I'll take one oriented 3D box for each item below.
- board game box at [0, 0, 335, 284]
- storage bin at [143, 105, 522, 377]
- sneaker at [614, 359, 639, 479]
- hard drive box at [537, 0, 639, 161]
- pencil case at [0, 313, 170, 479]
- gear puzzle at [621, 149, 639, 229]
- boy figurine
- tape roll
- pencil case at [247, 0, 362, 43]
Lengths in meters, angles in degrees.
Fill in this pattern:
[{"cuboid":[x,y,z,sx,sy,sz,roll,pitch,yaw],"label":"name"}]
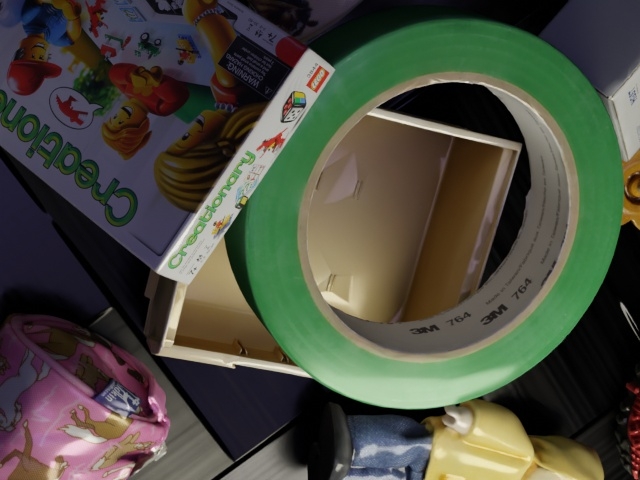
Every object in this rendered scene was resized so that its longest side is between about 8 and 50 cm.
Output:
[{"cuboid":[-0.159,-0.129,1.045,0.193,0.305,0.053,-56,152,4],"label":"board game box"},{"cuboid":[0.000,0.000,1.199,0.262,0.123,0.260,12,101,-19],"label":"storage bin"},{"cuboid":[0.388,0.119,1.371,0.125,0.104,0.261,8,110,-29],"label":"sneaker"},{"cuboid":[0.303,-0.203,1.197,0.089,0.181,0.232,41,90,22],"label":"hard drive box"},{"cuboid":[-0.286,0.254,1.170,0.386,0.167,0.160,-56,147,4],"label":"pencil case"},{"cuboid":[0.425,-0.090,1.346,0.339,0.044,0.175,-21,111,-7],"label":"gear puzzle"},{"cuboid":[0.132,0.223,1.308,0.285,0.092,0.177,9,127,-14],"label":"boy figurine"},{"cuboid":[0.085,-0.025,1.103,0.321,0.077,0.321,-6,109,-18],"label":"tape roll"},{"cuboid":[-0.087,-0.333,1.065,0.184,0.160,0.410,-33,113,19],"label":"pencil case"}]
